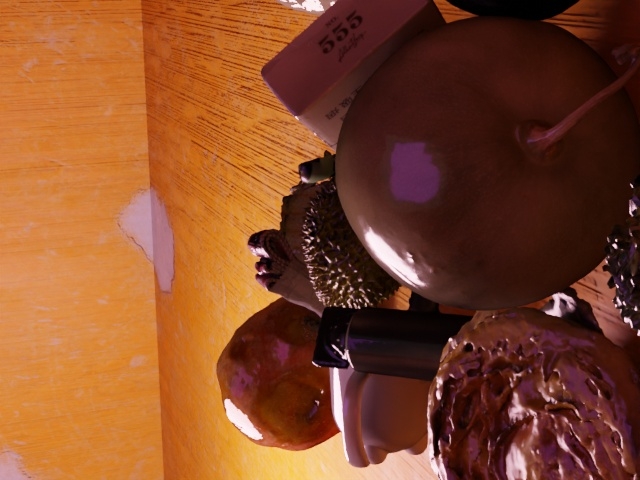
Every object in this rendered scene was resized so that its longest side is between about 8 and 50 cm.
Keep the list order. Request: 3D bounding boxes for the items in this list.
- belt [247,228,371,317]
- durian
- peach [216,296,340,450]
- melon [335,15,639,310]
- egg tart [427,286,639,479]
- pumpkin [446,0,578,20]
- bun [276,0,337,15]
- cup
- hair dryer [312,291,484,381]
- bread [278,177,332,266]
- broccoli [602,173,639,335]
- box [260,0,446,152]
[{"bbox_3d":[-0.007,0.073,1.486,0.071,0.232,0.053,-54,21,-7],"label":"belt"},{"bbox_3d":[0.046,-0.007,1.405,0.159,0.146,0.198,98,169,-70],"label":"durian"},{"bbox_3d":[-0.045,0.183,1.610,0.214,0.214,0.235,-114,33,-40],"label":"peach"},{"bbox_3d":[0.141,-0.063,0.958,0.308,0.271,0.272,9,-107,-78],"label":"melon"},{"bbox_3d":[0.220,0.179,1.016,0.297,0.132,0.297,23,119,51],"label":"egg tart"},{"bbox_3d":[0.168,-0.301,0.943,0.233,0.163,0.233,-174,90,-72],"label":"pumpkin"},{"bbox_3d":[0.015,-0.381,1.176,0.146,0.287,0.287,-170,75,-75],"label":"bun"},{"bbox_3d":[0.080,0.197,1.355,0.173,0.134,0.142,-121,28,-74],"label":"cup"},{"bbox_3d":[0.101,0.034,1.275,0.078,0.195,0.248,39,-121,-60],"label":"hair dryer"},{"bbox_3d":[0.002,-0.004,1.586,0.103,0.110,0.156,-1,57,32],"label":"bread"},{"bbox_3d":[0.332,-0.054,0.599,0.361,0.252,0.221,-42,52,23],"label":"broccoli"},{"bbox_3d":[0.063,-0.155,1.102,0.071,0.168,0.259,52,-173,21],"label":"box"}]
